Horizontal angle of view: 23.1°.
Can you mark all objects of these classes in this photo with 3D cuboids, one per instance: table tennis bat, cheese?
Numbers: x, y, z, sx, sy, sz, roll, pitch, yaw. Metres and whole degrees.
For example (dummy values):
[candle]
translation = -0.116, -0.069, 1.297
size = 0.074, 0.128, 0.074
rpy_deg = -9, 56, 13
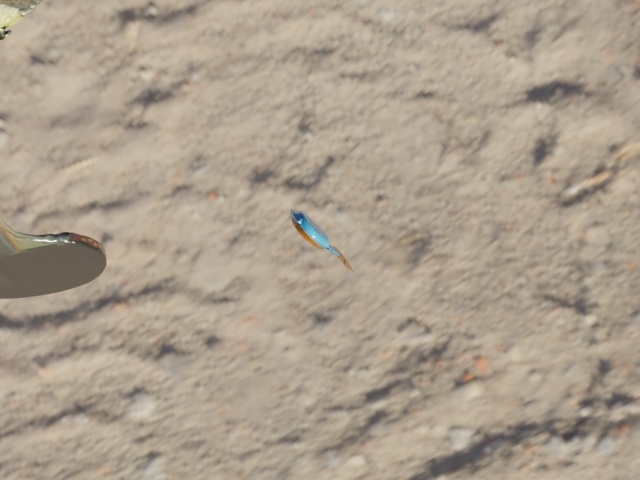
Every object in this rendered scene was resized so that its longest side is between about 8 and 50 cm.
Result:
[table tennis bat]
translation = -0.240, 0.012, 1.232
size = 0.130, 0.220, 0.019
rpy_deg = -10, 74, 1
[cheese]
translation = 0.001, -0.001, 1.604
size = 0.111, 0.017, 0.047
rpy_deg = 40, 16, -45

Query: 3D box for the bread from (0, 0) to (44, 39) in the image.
[bread]
translation = -0.218, -0.108, 0.912
size = 0.080, 0.084, 0.109
rpy_deg = 24, 104, -9
